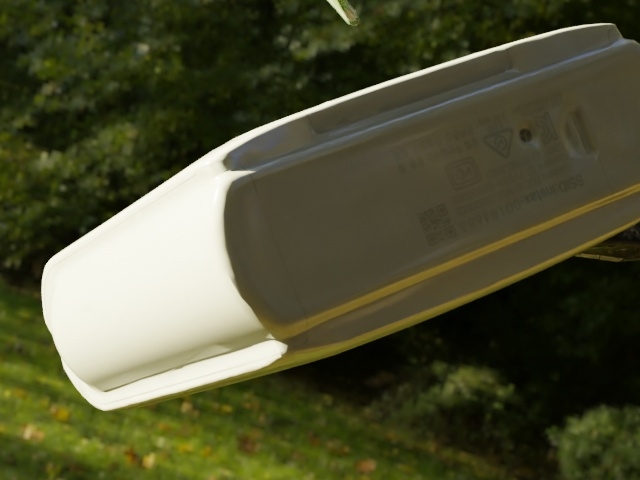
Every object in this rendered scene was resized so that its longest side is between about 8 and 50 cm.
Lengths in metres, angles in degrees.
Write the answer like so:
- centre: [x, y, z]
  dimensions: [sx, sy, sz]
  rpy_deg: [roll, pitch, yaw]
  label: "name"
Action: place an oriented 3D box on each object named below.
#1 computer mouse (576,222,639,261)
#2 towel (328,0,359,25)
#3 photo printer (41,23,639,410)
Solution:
- centre: [0.304, 0.010, 1.381]
  dimensions: [0.262, 0.184, 0.060]
  rpy_deg: [-2, -17, -4]
  label: "computer mouse"
- centre: [0.000, -0.358, 1.859]
  dimensions: [0.113, 0.023, 0.152]
  rpy_deg: [52, -1, 32]
  label: "towel"
- centre: [0.000, 0.000, 0.736]
  dimensions: [0.256, 0.107, 0.307]
  rpy_deg: [-21, -1, -29]
  label: "photo printer"
